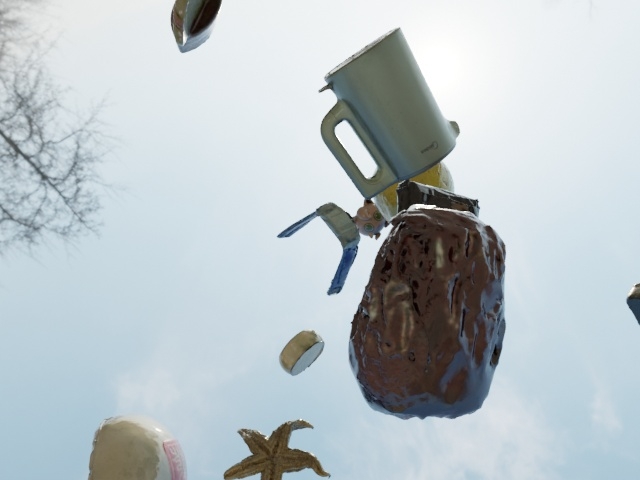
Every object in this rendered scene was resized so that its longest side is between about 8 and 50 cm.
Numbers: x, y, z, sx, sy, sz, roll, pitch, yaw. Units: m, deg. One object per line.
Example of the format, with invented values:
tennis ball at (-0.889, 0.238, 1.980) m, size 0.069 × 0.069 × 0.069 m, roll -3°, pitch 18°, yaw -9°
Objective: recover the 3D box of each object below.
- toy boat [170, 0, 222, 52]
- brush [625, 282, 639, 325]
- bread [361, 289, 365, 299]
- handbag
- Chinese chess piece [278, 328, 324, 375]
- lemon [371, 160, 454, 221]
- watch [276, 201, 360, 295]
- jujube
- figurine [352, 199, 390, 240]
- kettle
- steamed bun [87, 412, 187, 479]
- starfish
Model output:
toy boat at (-0.308, -0.609, 1.228) m, size 0.111 × 0.293 × 0.275 m, roll 22°, pitch -95°, yaw -8°
brush at (0.732, 0.178, 1.025) m, size 0.059 × 0.197 × 0.123 m, roll -34°, pitch -174°, yaw -29°
bread at (0.172, 0.189, 1.438) m, size 0.130 × 0.071 × 0.139 m, roll 9°, pitch -139°, yaw -22°
handbag at (0.282, -0.017, 1.151) m, size 0.080 × 0.247 × 0.222 m, roll -16°, pitch -114°, yaw 56°
Chinese chess piece at (-0.045, 0.269, 1.205) m, size 0.122 × 0.122 × 0.051 m, roll -41°, pitch -115°, yaw -18°
lemon at (0.287, -0.159, 1.562) m, size 0.258 × 0.310 × 0.257 m, roll -17°, pitch -130°, yaw 22°
watch at (-0.006, -0.012, 1.459) m, size 0.068 × 0.274 × 0.276 m, roll -28°, pitch -117°, yaw -33°
jujube at (0.188, 0.129, 0.857) m, size 0.259 × 0.258 × 0.376 m, roll 17°, pitch -85°, yaw 35°
figurine at (0.183, -0.076, 1.825) m, size 0.125 × 0.138 × 0.125 m, roll -49°, pitch -173°, yaw 8°
kettle at (0.075, -0.142, 0.563) m, size 0.127 × 0.148 × 0.098 m, roll -45°, pitch -159°, yaw -30°
steamed bun at (-0.471, 0.645, 1.298) m, size 0.242 × 0.374 × 0.374 m, roll 4°, pitch -141°, yaw -18°
starfish at (-0.112, 0.502, 1.130) m, size 0.277 × 0.062 × 0.235 m, roll 13°, pitch -129°, yaw 31°
